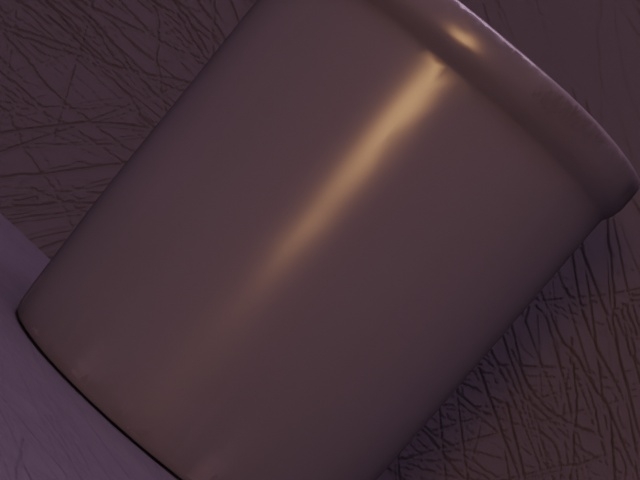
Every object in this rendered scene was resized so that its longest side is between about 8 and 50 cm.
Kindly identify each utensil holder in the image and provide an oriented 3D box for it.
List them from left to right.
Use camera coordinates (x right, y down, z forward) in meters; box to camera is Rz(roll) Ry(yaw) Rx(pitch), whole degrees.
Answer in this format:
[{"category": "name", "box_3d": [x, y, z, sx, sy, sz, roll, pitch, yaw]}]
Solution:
[{"category": "utensil holder", "box_3d": [0.000, 0.000, 1.370, 0.327, 0.385, 0.327, 40, -1, 1]}]
